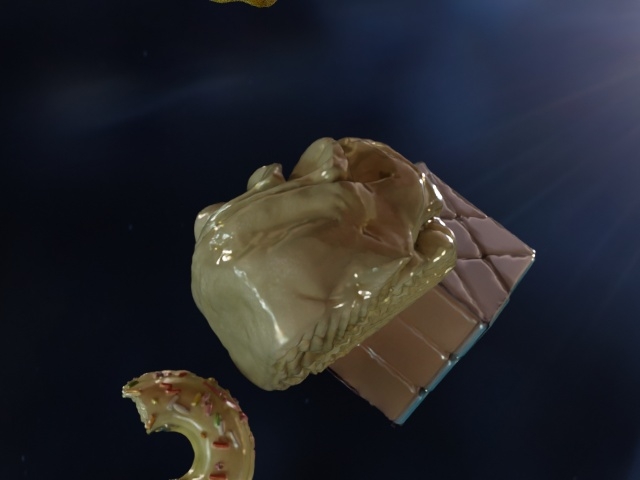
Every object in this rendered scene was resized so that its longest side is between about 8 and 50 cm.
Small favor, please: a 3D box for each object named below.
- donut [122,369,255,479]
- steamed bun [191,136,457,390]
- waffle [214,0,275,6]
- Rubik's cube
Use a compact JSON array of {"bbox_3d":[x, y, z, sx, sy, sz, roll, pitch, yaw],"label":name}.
[{"bbox_3d":[-0.118,0.198,1.105,0.108,0.065,0.166,-19,-95,-10],"label":"donut"},{"bbox_3d":[0.000,0.001,1.164,0.289,0.276,0.203,-35,-104,-24],"label":"steamed bun"},{"bbox_3d":[-0.092,-0.402,0.982,0.380,0.382,0.095,3,-162,-23],"label":"waffle"},{"bbox_3d":[0.121,0.069,1.557,0.221,0.224,0.231,39,-145,7],"label":"Rubik's cube"}]
